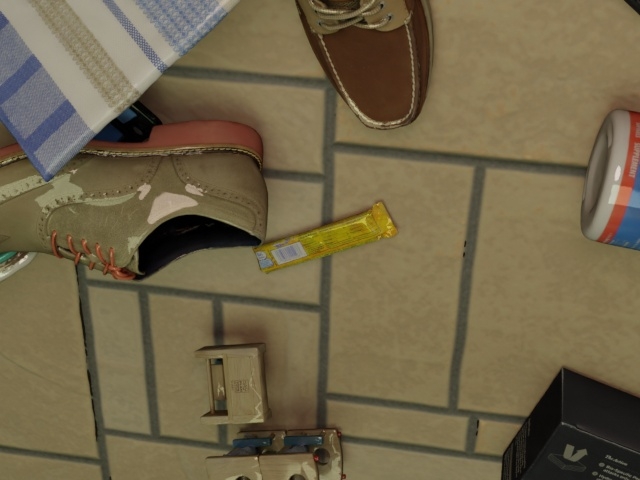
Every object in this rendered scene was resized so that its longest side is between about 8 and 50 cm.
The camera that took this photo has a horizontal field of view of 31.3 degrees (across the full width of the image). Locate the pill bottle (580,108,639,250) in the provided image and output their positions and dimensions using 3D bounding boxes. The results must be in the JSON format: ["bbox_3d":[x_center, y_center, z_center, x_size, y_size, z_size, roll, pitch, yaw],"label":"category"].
[{"bbox_3d":[0.357,-0.039,1.031,0.222,0.124,0.124,11,125,3],"label":"pill bottle"}]

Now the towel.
[{"bbox_3d":[-0.177,-0.212,0.948,0.285,0.034,0.209,-43,69,6],"label":"towel"}]

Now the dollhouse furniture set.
[{"bbox_3d":[-0.054,0.203,1.303,0.129,0.129,0.183,-5,93,14],"label":"dollhouse furniture set"}]

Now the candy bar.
[{"bbox_3d":[0.000,0.000,1.193,0.162,0.018,0.040,-17,116,22],"label":"candy bar"}]

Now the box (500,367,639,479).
[{"bbox_3d":[0.300,0.246,1.256,0.156,0.093,0.158,22,126,-4],"label":"box"}]

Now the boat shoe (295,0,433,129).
[{"bbox_3d":[0.017,-0.229,0.972,0.123,0.116,0.324,-10,121,18],"label":"boat shoe"}]

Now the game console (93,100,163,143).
[{"bbox_3d":[-0.232,-0.120,1.121,0.122,0.071,0.107,41,161,-17],"label":"game console"}]

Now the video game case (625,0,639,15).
[{"bbox_3d":[0.284,-0.339,0.895,0.248,0.035,0.275,38,124,-15],"label":"video game case"}]

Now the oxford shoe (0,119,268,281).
[{"bbox_3d":[-0.220,-0.022,1.092,0.348,0.130,0.123,-12,154,1],"label":"oxford shoe"}]

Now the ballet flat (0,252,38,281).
[{"bbox_3d":[-0.472,0.036,1.252,0.400,0.139,0.139,-10,122,8],"label":"ballet flat"}]
